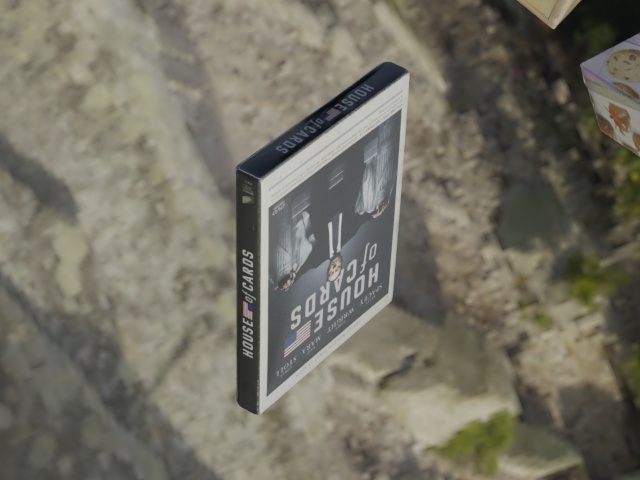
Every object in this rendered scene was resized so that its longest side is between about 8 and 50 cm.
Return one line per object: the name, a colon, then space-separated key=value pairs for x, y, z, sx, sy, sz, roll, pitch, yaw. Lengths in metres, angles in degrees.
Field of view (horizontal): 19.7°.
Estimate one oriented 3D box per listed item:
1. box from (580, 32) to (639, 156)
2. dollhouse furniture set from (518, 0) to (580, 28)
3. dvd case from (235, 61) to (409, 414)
box: x=0.289 y=-0.058 z=1.251 sx=0.324 sy=0.067 sz=0.063 roll=47 pitch=-17 yaw=56
dollhouse furniture set: x=0.318 y=-0.440 z=1.817 sx=0.362 sy=0.256 sz=0.394 roll=40 pitch=67 yaw=7
dvd case: x=0.000 y=0.000 z=1.424 sx=0.179 sy=0.029 sz=0.238 roll=-39 pitch=144 yaw=-37
